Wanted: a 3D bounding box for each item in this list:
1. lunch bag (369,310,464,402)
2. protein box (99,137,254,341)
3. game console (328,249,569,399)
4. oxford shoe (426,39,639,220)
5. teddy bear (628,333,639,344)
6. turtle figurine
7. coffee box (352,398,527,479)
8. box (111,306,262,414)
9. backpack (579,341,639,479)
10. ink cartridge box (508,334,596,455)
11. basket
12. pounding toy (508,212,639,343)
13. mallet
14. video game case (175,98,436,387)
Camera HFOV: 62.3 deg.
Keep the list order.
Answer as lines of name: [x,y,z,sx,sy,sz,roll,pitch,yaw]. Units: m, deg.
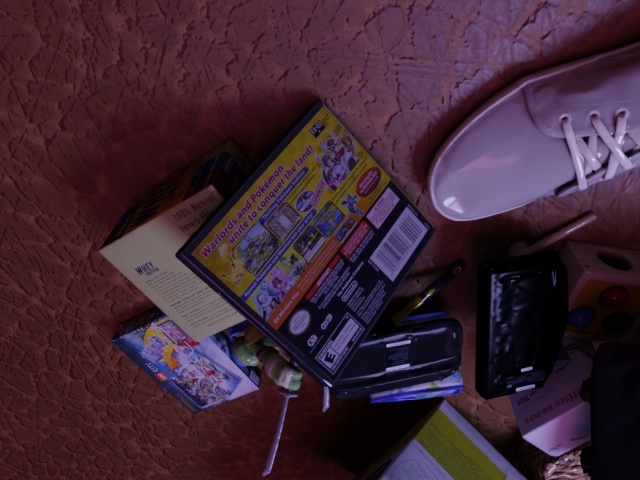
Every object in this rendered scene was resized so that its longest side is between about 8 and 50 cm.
lunch bag: [0.147,0.196,0.875,0.151,0.128,0.096,-9,156,4]
protein box: [-0.154,0.004,0.762,0.200,0.136,0.201,-26,120,20]
game console: [0.182,0.139,0.751,0.361,0.044,0.213,-9,112,-10]
oxford shoe: [0.341,-0.137,0.645,0.449,0.130,0.169,-23,123,19]
teddy bear: [0.658,0.198,0.855,0.338,0.113,0.245,31,129,-25]
turtle figurine: [-0.006,0.164,0.837,0.198,0.274,0.266,12,129,-49]
coffee box: [0.187,0.566,0.943,0.338,0.334,0.337,45,122,17]
box: [-0.239,0.214,0.970,0.159,0.044,0.233,-25,120,19]
backpack: [0.557,0.251,0.674,0.356,0.273,0.290,-8,102,-23]
ink cartridge box: [0.377,0.222,0.856,0.082,0.190,0.139,36,118,-20]
basket: [0.562,0.471,1.084,0.299,0.223,0.213,-2,92,4]
pounding toy: [0.392,0.056,0.798,0.206,0.094,0.181,8,125,-4]
mallet: [0.147,0.091,0.838,0.062,0.039,0.189,44,88,-6]
video game case: [0.000,0.000,0.678,0.248,0.275,0.035,45,156,-17]
